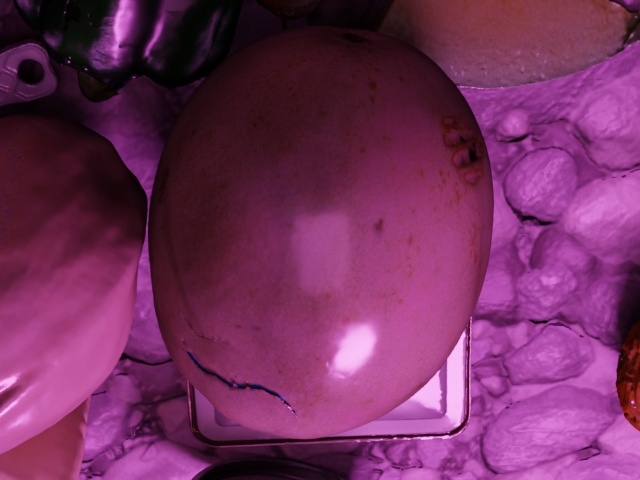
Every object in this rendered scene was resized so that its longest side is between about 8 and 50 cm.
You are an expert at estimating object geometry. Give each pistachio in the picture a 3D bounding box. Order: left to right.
[{"bbox_3d":[-0.248,0.035,1.132,0.226,0.332,0.208,1,136,15],"label":"pistachio"}]

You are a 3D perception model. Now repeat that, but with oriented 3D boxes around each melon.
[{"bbox_3d":[0.000,0.000,1.135,0.268,0.268,0.330,5,114,-6],"label":"melon"},{"bbox_3d":[0.158,-0.184,1.225,0.261,0.053,0.114,-1,100,-7],"label":"melon"}]

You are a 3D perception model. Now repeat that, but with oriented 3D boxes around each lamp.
[{"bbox_3d":[0.005,0.067,1.339,0.266,0.047,0.269,-3,118,-2],"label":"lamp"}]

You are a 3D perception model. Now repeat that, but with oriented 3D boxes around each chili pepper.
[{"bbox_3d":[-0.141,-0.188,1.123,0.174,0.165,0.261,-18,141,-35],"label":"chili pepper"}]

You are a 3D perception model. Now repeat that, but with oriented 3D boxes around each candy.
[{"bbox_3d":[-0.029,-0.150,1.226,0.061,0.061,0.202,0,127,-3],"label":"candy"}]

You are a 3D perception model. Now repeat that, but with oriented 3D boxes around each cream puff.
[{"bbox_3d":[0.326,0.117,1.347,0.126,0.103,0.144,-16,122,-27],"label":"cream puff"}]

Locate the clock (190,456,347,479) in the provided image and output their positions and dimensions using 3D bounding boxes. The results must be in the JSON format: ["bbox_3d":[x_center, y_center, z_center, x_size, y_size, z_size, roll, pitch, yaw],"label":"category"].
[{"bbox_3d":[-0.025,0.277,1.351,0.226,0.226,0.049,13,114,-10],"label":"clock"}]

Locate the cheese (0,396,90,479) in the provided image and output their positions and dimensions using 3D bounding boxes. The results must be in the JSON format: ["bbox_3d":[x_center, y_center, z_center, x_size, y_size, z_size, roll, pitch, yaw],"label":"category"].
[{"bbox_3d":[-0.319,0.138,1.235,0.242,0.265,0.124,21,116,-14],"label":"cheese"}]

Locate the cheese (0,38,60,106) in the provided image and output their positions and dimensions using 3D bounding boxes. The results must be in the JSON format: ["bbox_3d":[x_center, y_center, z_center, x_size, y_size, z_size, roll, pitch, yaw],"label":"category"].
[{"bbox_3d":[-0.350,-0.121,1.204,0.249,0.071,0.163,-34,116,15],"label":"cheese"}]
